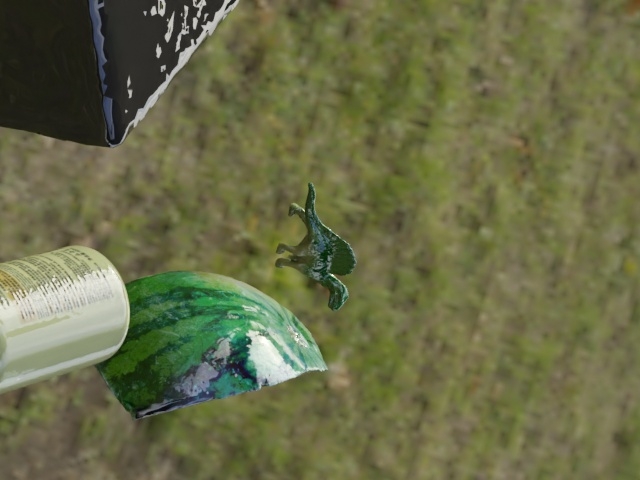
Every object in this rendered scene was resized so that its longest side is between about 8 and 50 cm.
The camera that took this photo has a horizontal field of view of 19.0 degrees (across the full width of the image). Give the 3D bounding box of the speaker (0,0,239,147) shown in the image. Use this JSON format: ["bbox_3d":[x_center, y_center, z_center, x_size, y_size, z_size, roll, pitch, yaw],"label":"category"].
[{"bbox_3d":[-0.127,-0.188,0.711,0.254,0.232,0.184,-57,152,-47],"label":"speaker"}]

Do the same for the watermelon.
[{"bbox_3d":[-0.099,0.101,1.716,0.146,0.231,0.128,-138,-141,-72],"label":"watermelon"}]

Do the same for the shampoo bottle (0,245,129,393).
[{"bbox_3d":[-0.198,0.055,1.178,0.162,0.079,0.079,-17,120,-48],"label":"shampoo bottle"}]

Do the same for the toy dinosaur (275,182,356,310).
[{"bbox_3d":[0.000,0.000,1.429,0.029,0.060,0.119,-57,161,-45],"label":"toy dinosaur"}]
